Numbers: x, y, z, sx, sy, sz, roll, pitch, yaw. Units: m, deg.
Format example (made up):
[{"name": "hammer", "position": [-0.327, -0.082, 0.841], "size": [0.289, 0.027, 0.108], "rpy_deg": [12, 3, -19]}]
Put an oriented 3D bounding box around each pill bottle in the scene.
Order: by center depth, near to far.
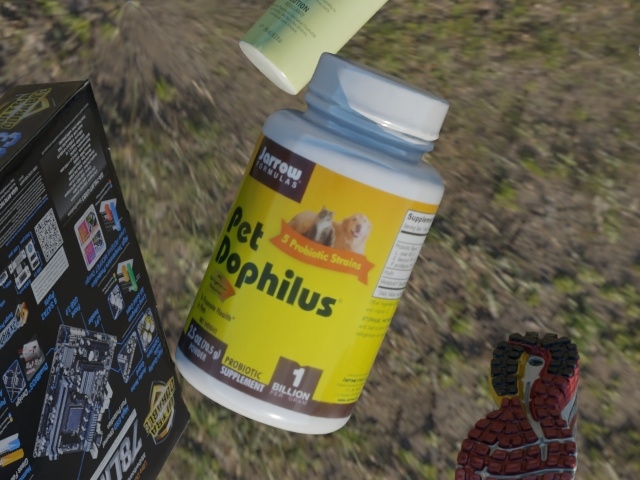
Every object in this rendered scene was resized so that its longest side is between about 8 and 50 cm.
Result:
[{"name": "pill bottle", "position": [0.000, 0.000, 0.990], "size": [0.117, 0.117, 0.215], "rpy_deg": [20, 99, -9]}]

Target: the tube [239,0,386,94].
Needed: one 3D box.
[{"name": "tube", "position": [0.037, -0.220, 1.267], "size": [0.070, 0.062, 0.240], "rpy_deg": [45, 84, -14]}]

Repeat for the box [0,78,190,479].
[{"name": "box", "position": [-0.198, 0.087, 1.077], "size": [0.073, 0.295, 0.293], "rpy_deg": [-1, 121, 21]}]

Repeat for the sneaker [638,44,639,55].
[{"name": "sneaker", "position": [0.380, -0.192, 1.278], "size": [0.282, 0.102, 0.161], "rpy_deg": [-35, 97, -6]}]

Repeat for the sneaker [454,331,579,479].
[{"name": "sneaker", "position": [0.160, 0.168, 1.241], "size": [0.088, 0.225, 0.093], "rpy_deg": [4, 124, 18]}]
